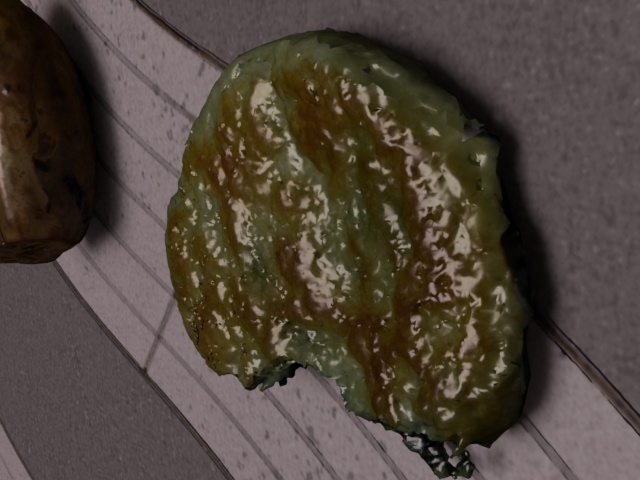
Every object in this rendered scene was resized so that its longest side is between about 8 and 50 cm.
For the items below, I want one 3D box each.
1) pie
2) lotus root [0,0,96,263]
[{"bbox_3d":[0.000,0.000,0.701,0.371,0.078,0.296,15,112,49],"label":"pie"},{"bbox_3d":[-0.330,-0.120,1.026,0.193,0.193,0.291,-12,87,54],"label":"lotus root"}]
